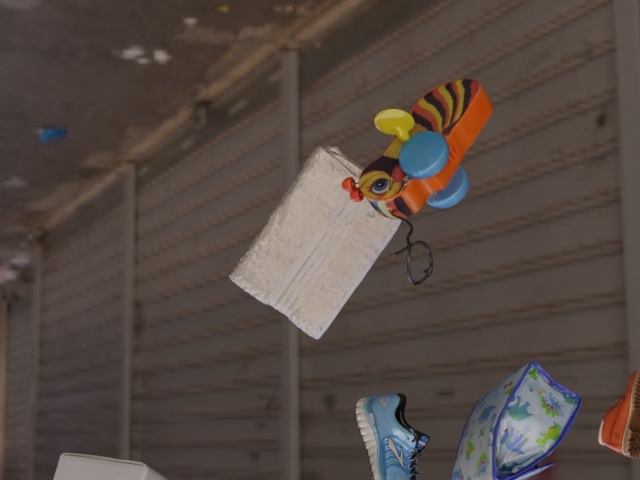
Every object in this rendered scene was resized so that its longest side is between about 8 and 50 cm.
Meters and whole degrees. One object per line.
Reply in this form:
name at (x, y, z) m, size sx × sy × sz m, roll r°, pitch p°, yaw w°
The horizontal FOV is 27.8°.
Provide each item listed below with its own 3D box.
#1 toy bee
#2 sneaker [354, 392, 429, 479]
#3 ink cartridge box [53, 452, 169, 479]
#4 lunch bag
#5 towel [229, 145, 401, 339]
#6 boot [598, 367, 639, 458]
toy bee at (0.112, -0.100, 1.777) m, size 0.162 × 0.195 × 0.298 m, roll 9°, pitch -138°, yaw 34°
sneaker at (0.095, 0.251, 1.509) m, size 0.073 × 0.162 × 0.063 m, roll -22°, pitch 162°, yaw 11°
ink cartridge box at (-0.227, 0.404, 1.570) m, size 0.122 × 0.211 × 0.289 m, roll 3°, pitch 155°, yaw 21°
lunch bag at (0.210, 0.230, 1.458) m, size 0.096 × 0.151 × 0.129 m, roll 39°, pitch 150°, yaw 1°
towel at (0.000, 0.000, 2.102) m, size 0.187 × 0.282 × 0.049 m, roll 35°, pitch -170°, yaw -4°
boot at (0.531, 0.294, 2.261) m, size 0.059 × 0.157 × 0.085 m, roll 18°, pitch 176°, yaw -36°
